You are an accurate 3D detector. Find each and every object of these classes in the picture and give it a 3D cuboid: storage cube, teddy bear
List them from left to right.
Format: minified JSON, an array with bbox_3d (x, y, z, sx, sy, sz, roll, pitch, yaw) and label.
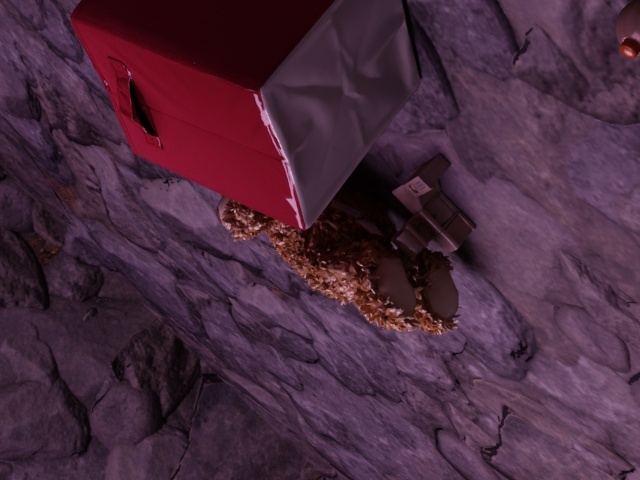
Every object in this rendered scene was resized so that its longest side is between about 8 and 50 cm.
[{"bbox_3d":[-0.053,-0.159,1.061,0.193,0.215,0.183,25,154,28],"label":"storage cube"},{"bbox_3d":[0.000,0.000,1.336,0.338,0.113,0.245,33,-160,15],"label":"teddy bear"}]

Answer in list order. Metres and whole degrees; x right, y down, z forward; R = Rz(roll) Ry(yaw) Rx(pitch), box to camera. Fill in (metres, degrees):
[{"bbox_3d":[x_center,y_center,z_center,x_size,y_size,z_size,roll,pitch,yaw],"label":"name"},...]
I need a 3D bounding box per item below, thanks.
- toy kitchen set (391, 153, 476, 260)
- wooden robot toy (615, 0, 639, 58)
[{"bbox_3d":[0.108,-0.023,1.222,0.083,0.068,0.075,45,161,-4],"label":"toy kitchen set"},{"bbox_3d":[0.216,-0.133,0.764,0.076,0.079,0.173,47,161,-7],"label":"wooden robot toy"}]
